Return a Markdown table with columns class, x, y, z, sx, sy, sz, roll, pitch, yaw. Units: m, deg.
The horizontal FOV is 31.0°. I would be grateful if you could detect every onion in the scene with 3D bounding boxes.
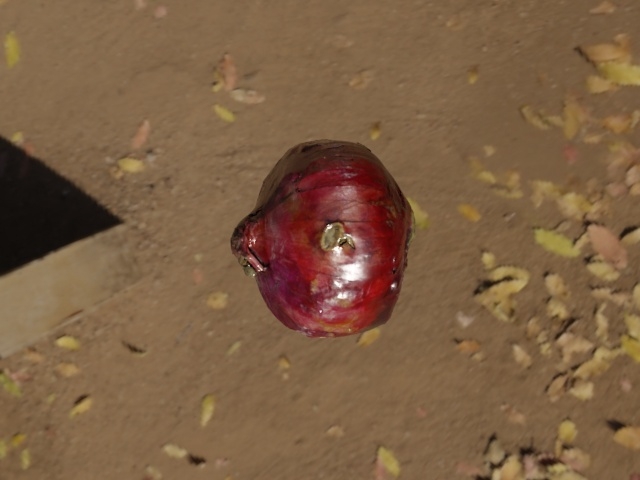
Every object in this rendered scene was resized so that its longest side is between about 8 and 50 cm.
| class | x | y | z | sx | sy | sz | roll | pitch | yaw |
| --- | --- | --- | --- | --- | --- | --- | --- | --- | --- |
| onion | 0.000 | 0.000 | 0.602 | 0.107 | 0.097 | 0.107 | 12 | 104 | 61 |
